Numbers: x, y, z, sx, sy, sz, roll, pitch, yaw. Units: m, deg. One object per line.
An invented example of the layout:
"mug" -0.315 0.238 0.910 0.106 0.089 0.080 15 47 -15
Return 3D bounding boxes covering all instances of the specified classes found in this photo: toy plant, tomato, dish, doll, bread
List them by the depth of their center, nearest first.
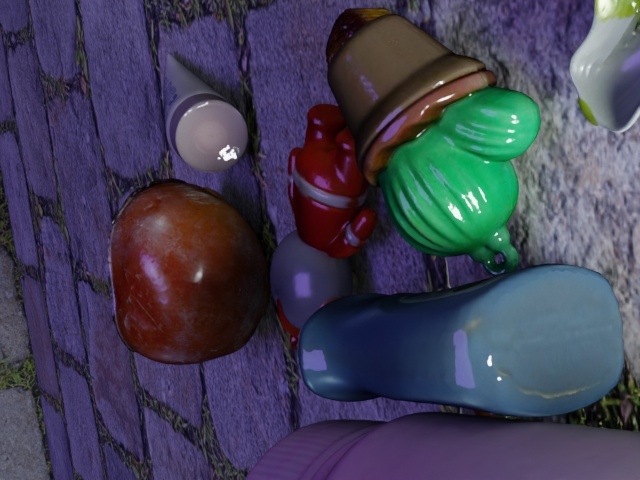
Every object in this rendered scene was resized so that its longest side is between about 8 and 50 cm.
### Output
"dish" 0.191 -0.118 0.544 0.091 0.039 0.137 60 149 23
"toy plant" 0.090 -0.068 0.701 0.200 0.105 0.143 52 128 10
"bread" 0.034 -0.151 0.817 0.085 0.053 0.085 34 129 54
"doll" 0.000 0.000 0.925 0.142 0.076 0.245 45 134 49
"tomato" -0.135 0.044 1.132 0.155 0.181 0.214 13 120 42

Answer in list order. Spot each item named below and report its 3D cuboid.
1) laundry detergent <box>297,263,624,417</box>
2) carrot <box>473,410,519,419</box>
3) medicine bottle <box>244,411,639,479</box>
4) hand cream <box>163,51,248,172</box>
"laundry detergent" 0.070 0.079 0.714 0.290 0.143 0.094 -15 87 58
"carrot" 0.119 0.102 0.780 0.142 0.035 0.035 -121 32 -47
"medicine bottle" 0.107 0.220 0.613 0.388 0.219 0.219 -9 92 57
"hand cream" -0.155 -0.142 1.181 0.248 0.083 0.133 -135 41 -64
